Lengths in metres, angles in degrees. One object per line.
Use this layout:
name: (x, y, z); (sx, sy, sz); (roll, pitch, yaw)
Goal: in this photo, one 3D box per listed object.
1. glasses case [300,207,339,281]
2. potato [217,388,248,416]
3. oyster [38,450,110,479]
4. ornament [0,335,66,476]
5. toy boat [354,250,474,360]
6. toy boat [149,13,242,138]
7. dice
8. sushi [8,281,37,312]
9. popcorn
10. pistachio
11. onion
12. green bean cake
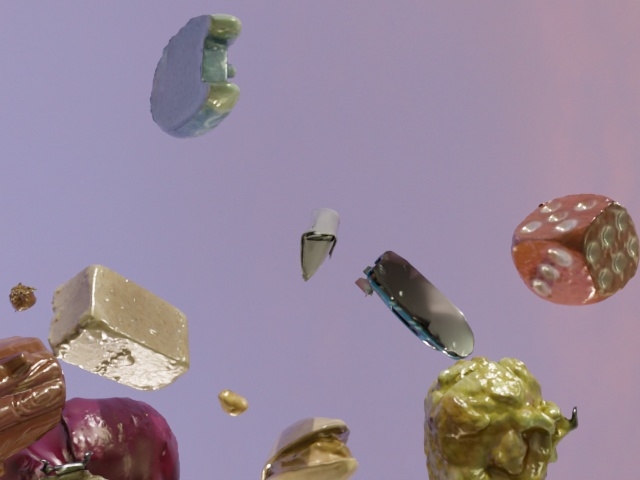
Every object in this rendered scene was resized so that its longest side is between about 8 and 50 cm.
glasses case: (-0.001, 0.002, 1.252); (0.083, 0.308, 0.129); (10, -74, 1)
potato: (-0.224, 0.413, 1.275); (0.083, 0.068, 0.062); (55, -139, -11)
oyster: (-0.328, 0.308, 0.487); (0.336, 0.197, 0.133); (2, -58, -54)
ornament: (-0.528, 0.245, 0.752); (0.235, 0.217, 0.221); (42, -76, 13)
toy boat: (0.218, 0.165, 1.157); (0.299, 0.092, 0.134); (45, -141, 0)
toy boat: (-0.228, -0.308, 0.991); (0.123, 0.329, 0.216); (2, -97, -37)
dice: (0.516, 0.019, 1.016); (0.175, 0.179, 0.174); (-37, -72, -25)
sushi: (-0.689, 0.128, 1.153); (0.061, 0.117, 0.060); (-39, -66, -43)
popcorn: (0.268, 0.302, 0.763); (0.225, 0.249, 0.250); (4, -84, 17)
pistachio: (-0.027, 0.573, 1.285); (0.237, 0.229, 0.321); (1, -39, -32)
onion: (-0.410, 0.529, 0.955); (0.398, 0.420, 0.399); (-38, -40, -40)
green bean cake: (-0.261, 0.120, 0.668); (0.085, 0.109, 0.179); (-35, -44, 10)
